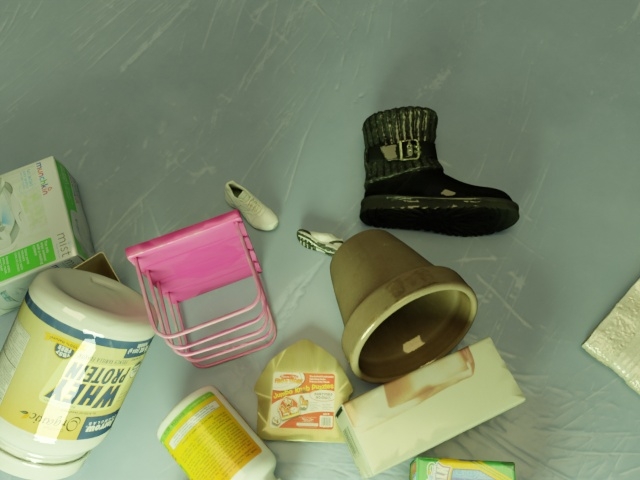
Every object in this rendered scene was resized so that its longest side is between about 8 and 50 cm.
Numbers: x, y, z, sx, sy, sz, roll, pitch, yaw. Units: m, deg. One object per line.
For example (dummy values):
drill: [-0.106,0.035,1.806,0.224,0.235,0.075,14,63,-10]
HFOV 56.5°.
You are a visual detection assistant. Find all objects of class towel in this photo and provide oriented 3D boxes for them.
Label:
towel: [0.672,0.171,1.165,0.282,0.049,0.187,-43,70,-15]

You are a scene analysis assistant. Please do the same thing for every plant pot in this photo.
plant pot: [-0.457,0.109,1.228,0.109,0.096,0.109,-33,67,-11]
plant pot: [0.127,0.102,1.135,0.263,0.263,0.229,-25,50,-8]

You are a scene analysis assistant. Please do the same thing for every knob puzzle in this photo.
knob puzzle: [-0.032,0.291,1.159,0.213,0.030,0.213,-1,66,3]

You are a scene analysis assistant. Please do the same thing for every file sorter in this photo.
file sorter: [-0.200,0.110,1.110,0.202,0.291,0.182,-19,69,-6]

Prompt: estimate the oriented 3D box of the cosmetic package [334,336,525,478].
cosmetic package: [0.187,0.299,1.062,0.296,0.153,0.129,-20,68,-14]

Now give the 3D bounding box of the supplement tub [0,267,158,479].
supplement tub: [-0.451,0.232,1.058,0.228,0.228,0.316,27,96,14]

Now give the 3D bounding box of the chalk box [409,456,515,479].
chalk box: [0.216,0.446,1.021,0.212,0.132,0.132,3,66,3]

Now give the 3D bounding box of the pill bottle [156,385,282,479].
pill bottle: [-0.166,0.393,1.062,0.136,0.136,0.245,-42,70,-14]

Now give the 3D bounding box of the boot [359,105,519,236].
boot: [0.253,-0.158,1.290,0.347,0.131,0.260,6,66,6]

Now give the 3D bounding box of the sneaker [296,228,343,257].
sneaker: [0.000,0.000,1.289,0.109,0.040,0.044,24,53,9]

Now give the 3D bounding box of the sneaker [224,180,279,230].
sneaker: [-0.157,-0.076,1.315,0.152,0.061,0.054,35,70,15]

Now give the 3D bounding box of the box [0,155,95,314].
box: [-0.628,-0.011,1.278,0.231,0.127,0.262,-21,65,-4]
